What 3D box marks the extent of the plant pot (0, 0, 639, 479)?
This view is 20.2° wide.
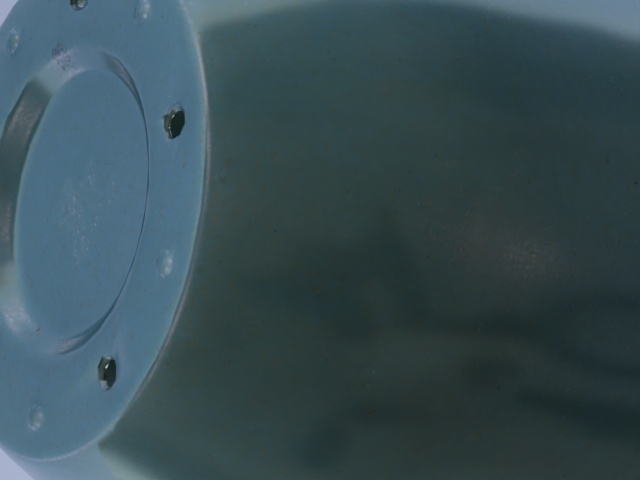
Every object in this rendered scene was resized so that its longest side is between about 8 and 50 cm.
[{"bbox_3d":[0.000,0.000,0.686,0.235,0.293,0.293,10,-79,-38],"label":"plant pot"}]
